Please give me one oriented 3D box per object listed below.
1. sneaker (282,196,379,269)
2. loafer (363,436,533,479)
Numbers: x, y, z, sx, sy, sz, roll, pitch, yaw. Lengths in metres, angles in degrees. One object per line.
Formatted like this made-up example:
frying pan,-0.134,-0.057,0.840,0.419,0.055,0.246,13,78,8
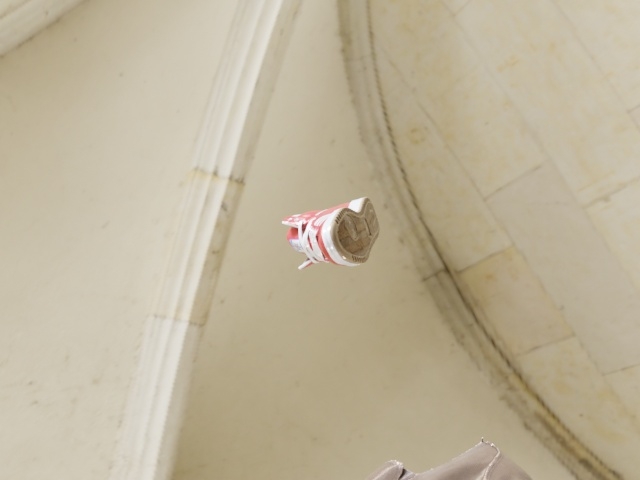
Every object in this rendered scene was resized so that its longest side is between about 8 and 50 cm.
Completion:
sneaker,0.000,0.000,0.725,0.118,0.067,0.042,-37,-70,-73
loafer,0.079,0.335,1.182,0.365,0.134,0.130,-14,-138,-10
